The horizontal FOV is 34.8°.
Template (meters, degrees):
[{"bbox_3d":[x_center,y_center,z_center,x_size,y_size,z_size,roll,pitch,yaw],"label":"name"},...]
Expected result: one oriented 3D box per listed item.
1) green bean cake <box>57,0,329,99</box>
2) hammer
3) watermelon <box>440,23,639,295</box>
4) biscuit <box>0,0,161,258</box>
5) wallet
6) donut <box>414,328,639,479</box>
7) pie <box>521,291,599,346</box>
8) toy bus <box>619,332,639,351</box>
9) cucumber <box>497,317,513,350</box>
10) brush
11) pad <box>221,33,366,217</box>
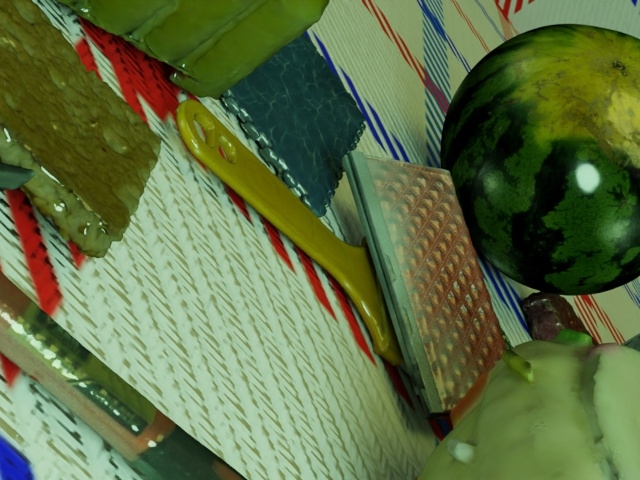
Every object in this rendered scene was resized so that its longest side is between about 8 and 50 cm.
[{"bbox_3d":[-0.103,-0.230,0.581,0.236,0.124,0.233,25,42,-48],"label":"green bean cake"},{"bbox_3d":[-0.062,0.077,0.382,0.287,0.033,0.111,48,23,-25],"label":"hammer"},{"bbox_3d":[0.242,-0.078,0.989,0.269,0.269,0.269,47,23,-26],"label":"watermelon"},{"bbox_3d":[-0.155,-0.098,0.422,0.231,0.025,0.131,49,15,-18],"label":"biscuit"},{"bbox_3d":[0.080,0.029,0.701,0.103,0.020,0.196,7,56,-39],"label":"wallet"},{"bbox_3d":[0.163,0.206,0.496,0.307,0.150,0.371,40,26,-22],"label":"donut"},{"bbox_3d":[0.261,0.115,1.054,0.153,0.038,0.153,46,22,-24],"label":"pie"},{"bbox_3d":[0.469,0.102,1.130,0.109,0.330,0.136,54,10,-10],"label":"toy bus"},{"bbox_3d":[0.143,0.130,0.732,0.187,0.058,0.058,60,20,16],"label":"cucumber"},{"bbox_3d":[0.000,0.000,0.643,0.272,0.013,0.103,42,30,-39],"label":"brush"},{"bbox_3d":[-0.057,-0.161,0.772,0.269,0.012,0.269,52,21,-13],"label":"pad"}]
